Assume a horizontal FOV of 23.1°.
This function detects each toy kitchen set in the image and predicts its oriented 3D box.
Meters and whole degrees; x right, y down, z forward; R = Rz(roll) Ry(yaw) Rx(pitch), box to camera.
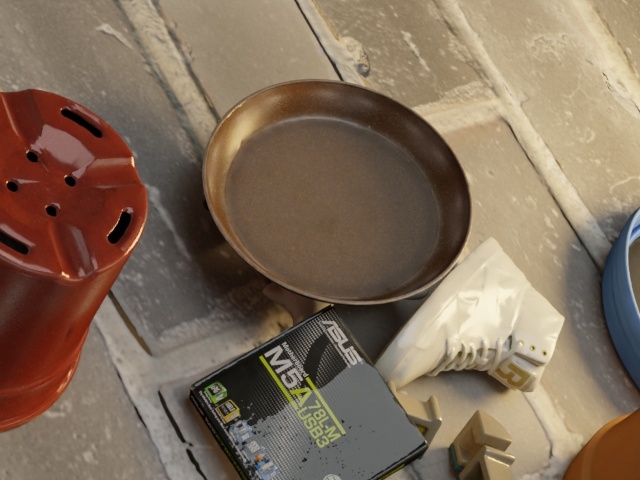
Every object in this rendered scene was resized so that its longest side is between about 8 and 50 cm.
[{"bbox_3d":[0.122,0.281,1.707,0.166,0.122,0.207,20,31,-20],"label":"toy kitchen set"}]

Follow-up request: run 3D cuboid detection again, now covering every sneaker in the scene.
[{"bbox_3d":[0.186,0.123,1.835,0.169,0.108,0.292,45,46,5],"label":"sneaker"}]

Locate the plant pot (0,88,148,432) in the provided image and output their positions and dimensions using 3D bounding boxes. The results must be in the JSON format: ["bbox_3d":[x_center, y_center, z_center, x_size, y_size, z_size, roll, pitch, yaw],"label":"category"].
[{"bbox_3d":[-0.306,0.008,1.486,0.272,0.265,0.272,17,52,-23],"label":"plant pot"}]

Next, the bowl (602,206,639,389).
[{"bbox_3d":[0.543,0.113,2.094,0.391,0.077,0.391,17,52,-23],"label":"bowl"}]

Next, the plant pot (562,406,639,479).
[{"bbox_3d":[0.446,0.282,1.784,0.291,0.203,0.290,12,44,-12],"label":"plant pot"}]

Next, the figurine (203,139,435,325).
[{"bbox_3d":[0.000,0.000,1.805,0.209,0.092,0.215,-20,62,-31],"label":"figurine"}]

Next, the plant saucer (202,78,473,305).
[{"bbox_3d":[0.017,-0.048,1.764,0.311,0.050,0.310,8,54,-11],"label":"plant saucer"}]

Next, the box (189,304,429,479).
[{"bbox_3d":[-0.013,0.190,1.654,0.184,0.045,0.190,-29,73,-17],"label":"box"}]
